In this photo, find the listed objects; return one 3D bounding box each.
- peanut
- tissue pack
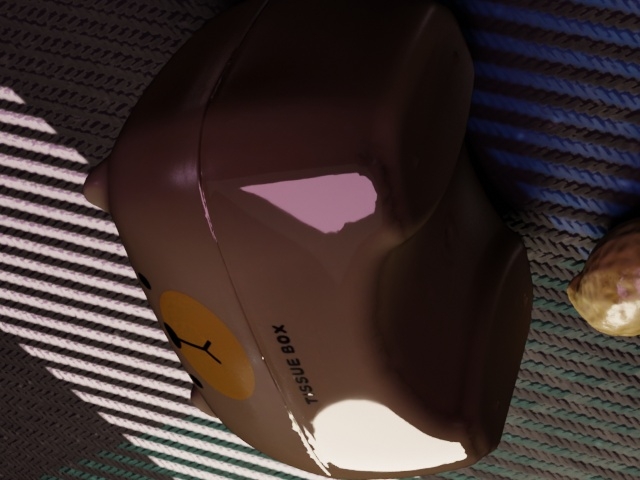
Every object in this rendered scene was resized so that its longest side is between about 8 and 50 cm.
[{"bbox_3d":[0.304,0.026,1.187,0.229,0.098,0.103,-5,103,33],"label":"peanut"},{"bbox_3d":[0.000,0.000,1.173,0.277,0.267,0.387,2,134,26],"label":"tissue pack"}]
